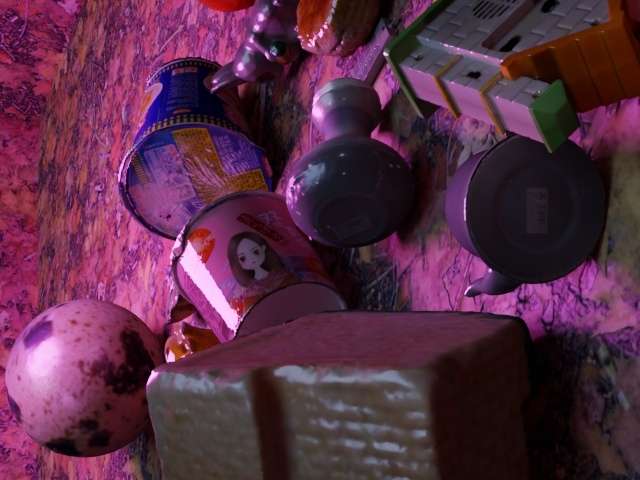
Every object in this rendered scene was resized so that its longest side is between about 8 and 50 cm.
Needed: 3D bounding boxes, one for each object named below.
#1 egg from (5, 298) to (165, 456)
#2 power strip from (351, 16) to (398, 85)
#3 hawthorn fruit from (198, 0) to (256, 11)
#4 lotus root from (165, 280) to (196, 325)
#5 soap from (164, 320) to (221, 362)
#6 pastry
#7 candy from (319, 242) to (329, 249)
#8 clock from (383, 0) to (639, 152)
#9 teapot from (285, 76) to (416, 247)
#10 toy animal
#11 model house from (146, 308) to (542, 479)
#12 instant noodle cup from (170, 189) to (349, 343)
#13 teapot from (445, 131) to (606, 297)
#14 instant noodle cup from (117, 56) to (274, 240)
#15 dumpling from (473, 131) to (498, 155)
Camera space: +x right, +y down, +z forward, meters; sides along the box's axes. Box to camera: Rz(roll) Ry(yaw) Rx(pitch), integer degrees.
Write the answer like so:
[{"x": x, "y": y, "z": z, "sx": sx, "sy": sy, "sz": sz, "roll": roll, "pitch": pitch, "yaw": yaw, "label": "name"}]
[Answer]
[{"x": -0.520, "y": 0.297, "z": 2.322, "sx": 0.428, "sy": 0.345, "sz": 0.344, "roll": -156, "pitch": 76, "yaw": -69, "label": "egg"}, {"x": 0.086, "y": -0.292, "z": 1.628, "sx": 0.136, "sy": 0.019, "sz": 0.050, "roll": -59, "pitch": 32, "yaw": 39, "label": "power strip"}, {"x": -0.167, "y": -0.539, "z": 1.990, "sx": 0.271, "sy": 0.242, "sz": 0.241, "roll": 55, "pitch": 132, "yaw": 43, "label": "hawthorn fruit"}, {"x": -0.263, "y": 0.083, "z": 2.171, "sx": 0.183, "sy": 0.078, "sz": 0.203, "roll": 169, "pitch": 115, "yaw": -77, "label": "lotus root"}, {"x": -0.205, "y": 0.355, "z": 1.865, "sx": 0.304, "sy": 0.169, "sz": 0.338, "roll": 38, "pitch": 115, "yaw": 61, "label": "soap"}, {"x": 0.034, "y": -0.386, "z": 1.677, "sx": 0.182, "sy": 0.093, "sz": 0.192, "roll": 41, "pitch": 115, "yaw": 61, "label": "pastry"}, {"x": 0.000, "y": 0.000, "z": 1.720, "sx": 0.083, "sy": 0.023, "sz": 0.025, "roll": -168, "pitch": 71, "yaw": -71, "label": "candy"}, {"x": 0.233, "y": -0.205, "z": 1.105, "sx": 0.220, "sy": 0.106, "sz": 0.255, "roll": -43, "pitch": 37, "yaw": -11, "label": "clock"}, {"x": 0.043, "y": -0.118, "z": 1.516, "sx": 0.250, "sy": 0.184, "sz": 0.183, "roll": -90, "pitch": 24, "yaw": -44, "label": "teapot"}, {"x": -0.104, "y": -0.349, "z": 1.899, "sx": 0.251, "sy": 0.125, "sz": 0.127, "roll": -47, "pitch": 0, "yaw": 36, "label": "toy animal"}, {"x": 0.054, "y": 0.275, "z": 1.199, "sx": 0.382, "sy": 0.335, "sz": 0.342, "roll": -4, "pitch": 96, "yaw": 40, "label": "model house"}, {"x": -0.089, "y": 0.077, "z": 1.648, "sx": 0.231, "sy": 0.243, "sz": 0.242, "roll": 52, "pitch": 129, "yaw": 48, "label": "instant noodle cup"}, {"x": 0.213, "y": -0.048, "z": 1.168, "sx": 0.149, "sy": 0.163, "sz": 0.239, "roll": -169, "pitch": 93, "yaw": -76, "label": "teapot"}, {"x": -0.243, "y": -0.196, "z": 2.029, "sx": 0.312, "sy": 0.284, "sz": 0.284, "roll": -100, "pitch": 30, "yaw": -50, "label": "instant noodle cup"}, {"x": 0.212, "y": -0.089, "z": 1.294, "sx": 0.052, "sy": 0.057, "sz": 0.076, "roll": -33, "pitch": 72, "yaw": 12, "label": "dumpling"}]
